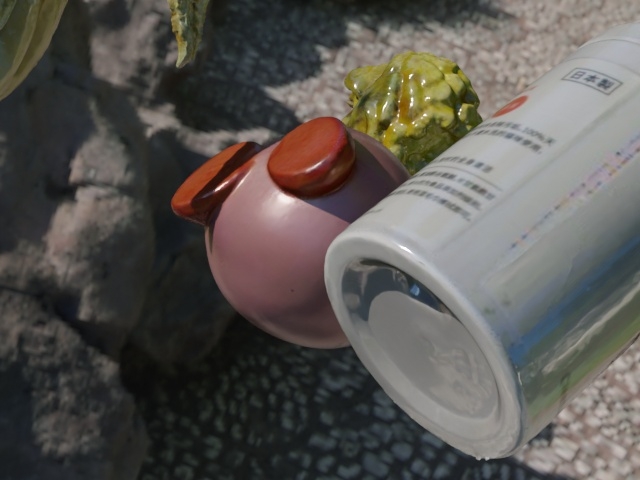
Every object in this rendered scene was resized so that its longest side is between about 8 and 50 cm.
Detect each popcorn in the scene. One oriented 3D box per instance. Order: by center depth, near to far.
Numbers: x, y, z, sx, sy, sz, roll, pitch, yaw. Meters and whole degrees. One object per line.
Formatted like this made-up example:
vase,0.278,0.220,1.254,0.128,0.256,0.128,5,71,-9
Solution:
popcorn,0.109,-0.127,1.597,0.169,0.218,0.189,23,19,-20

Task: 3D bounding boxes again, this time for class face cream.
face cream,0.182,-0.046,0.730,0.369,0.145,0.145,-37,59,-23

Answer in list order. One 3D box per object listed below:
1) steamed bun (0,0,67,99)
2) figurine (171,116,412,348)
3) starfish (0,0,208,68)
steamed bun,-0.355,-0.276,1.218,0.230,0.325,0.372,24,53,30
figurine,0.000,0.000,0.959,0.173,0.173,0.173,17,30,-10
starfish,-0.131,-0.298,0.856,0.078,0.358,0.347,38,-7,41
